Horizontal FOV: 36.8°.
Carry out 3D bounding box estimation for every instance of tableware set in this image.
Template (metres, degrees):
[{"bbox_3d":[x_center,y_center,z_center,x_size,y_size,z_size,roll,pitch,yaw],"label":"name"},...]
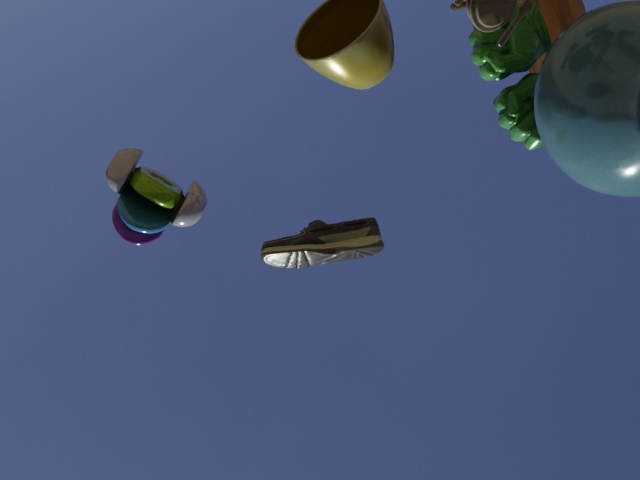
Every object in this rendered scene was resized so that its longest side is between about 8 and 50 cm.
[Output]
[{"bbox_3d":[0.270,-0.389,1.373,0.194,0.128,0.039,-56,-137,5],"label":"tableware set"}]

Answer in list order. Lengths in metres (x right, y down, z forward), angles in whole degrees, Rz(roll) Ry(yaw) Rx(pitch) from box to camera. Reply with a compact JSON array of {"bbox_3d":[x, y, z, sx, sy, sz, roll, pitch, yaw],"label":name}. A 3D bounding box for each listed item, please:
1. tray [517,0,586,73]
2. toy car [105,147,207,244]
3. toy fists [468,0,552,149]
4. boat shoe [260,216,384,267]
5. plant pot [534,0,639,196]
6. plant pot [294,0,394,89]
[{"bbox_3d":[0.537,-0.509,2.222,0.203,0.410,0.076,-5,165,-40],"label":"tray"},{"bbox_3d":[-0.272,-0.059,1.512,0.136,0.159,0.182,-60,-169,0],"label":"toy car"},{"bbox_3d":[0.372,-0.305,1.777,0.142,0.279,0.096,-24,-174,6],"label":"toy fists"},{"bbox_3d":[0.001,-0.001,1.733,0.224,0.080,0.073,-6,-113,-6],"label":"boat shoe"},{"bbox_3d":[0.466,-0.193,1.338,0.290,0.290,0.195,-17,-169,0],"label":"plant pot"},{"bbox_3d":[0.047,-0.260,1.293,0.134,0.095,0.134,-23,-137,23],"label":"plant pot"}]
